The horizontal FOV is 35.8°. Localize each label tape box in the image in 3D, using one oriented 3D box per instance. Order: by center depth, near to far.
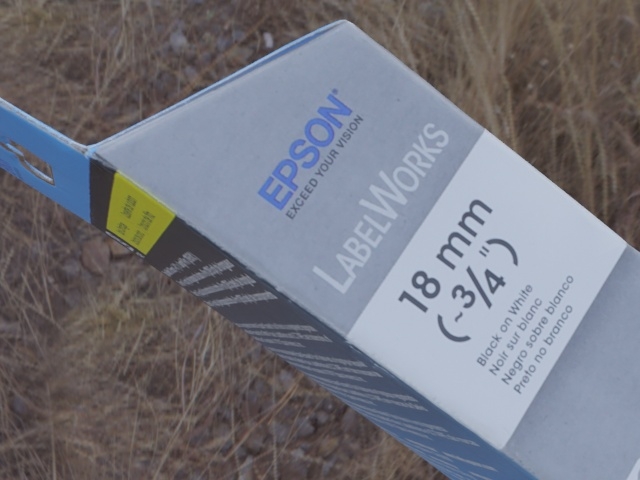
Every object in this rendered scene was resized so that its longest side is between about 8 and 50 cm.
[{"bbox_3d":[0.000,0.000,0.467,0.333,0.240,0.106,36,79,-8],"label":"label tape box"}]
